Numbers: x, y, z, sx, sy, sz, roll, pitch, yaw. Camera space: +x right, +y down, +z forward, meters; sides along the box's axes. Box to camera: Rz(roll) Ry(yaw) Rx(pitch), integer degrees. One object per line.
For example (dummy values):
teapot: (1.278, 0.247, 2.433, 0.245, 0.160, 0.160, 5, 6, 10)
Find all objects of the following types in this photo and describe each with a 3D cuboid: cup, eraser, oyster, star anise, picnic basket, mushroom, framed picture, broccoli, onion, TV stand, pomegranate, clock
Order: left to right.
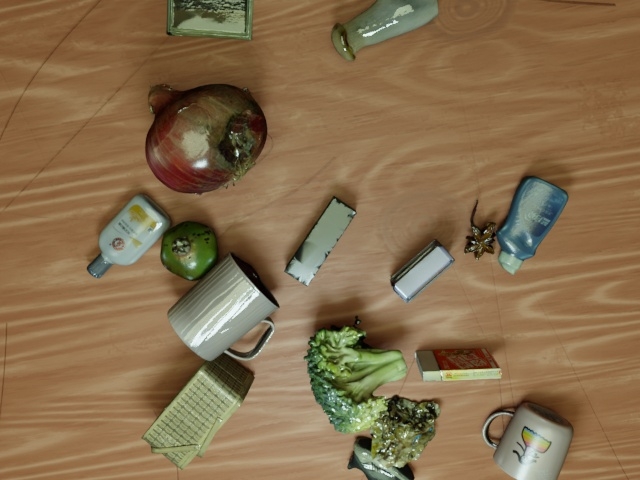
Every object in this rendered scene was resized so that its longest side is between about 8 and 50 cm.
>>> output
pomegranate: (-0.387, 0.028, 1.744, 0.180, 0.209, 0.179, 0, 84, -2)
picnic basket: (-0.364, 0.516, 1.816, 0.175, 0.228, 0.312, 40, 97, -3)
onion: (-0.309, -0.278, 1.636, 0.354, 0.353, 0.353, 0, 99, 1)
framed picture: (-0.320, -0.689, 1.722, 0.253, 0.014, 0.196, 4, 100, 1)
cup: (-0.272, 0.210, 1.778, 0.273, 0.288, 0.208, -41, 52, -1)
TV stand: (0.000, 0.000, 1.796, 0.088, 0.083, 0.269, 33, 98, -3)
broccoli: (0.104, 0.379, 1.728, 0.281, 0.348, 0.293, -14, 105, -7)
mushroom: (0.180, -0.634, 1.683, 0.329, 0.122, 0.159, -28, 61, 5)
oyster: (0.261, 0.603, 1.864, 0.215, 0.083, 0.222, 8, 78, -4)
clock: (0.299, 0.089, 1.772, 0.193, 0.144, 0.073, -43, 91, 8)
eraser: (0.414, 0.376, 1.810, 0.231, 0.157, 0.038, -3, 102, 1)
star anise: (0.476, -0.030, 1.783, 0.098, 0.070, 0.190, -2, 119, 4)
cup: (0.636, 0.613, 1.847, 0.253, 0.192, 0.200, 23, 97, 30)

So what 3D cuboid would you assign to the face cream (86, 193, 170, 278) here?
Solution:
face cream: (-0.597, -0.002, 1.812, 0.291, 0.071, 0.144, -43, 96, 8)

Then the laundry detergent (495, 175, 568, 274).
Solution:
laundry detergent: (0.611, -0.040, 1.770, 0.144, 0.094, 0.289, 23, 99, -7)

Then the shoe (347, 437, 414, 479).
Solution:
shoe: (0.188, 0.731, 1.911, 0.228, 0.099, 0.112, 34, 105, 0)
